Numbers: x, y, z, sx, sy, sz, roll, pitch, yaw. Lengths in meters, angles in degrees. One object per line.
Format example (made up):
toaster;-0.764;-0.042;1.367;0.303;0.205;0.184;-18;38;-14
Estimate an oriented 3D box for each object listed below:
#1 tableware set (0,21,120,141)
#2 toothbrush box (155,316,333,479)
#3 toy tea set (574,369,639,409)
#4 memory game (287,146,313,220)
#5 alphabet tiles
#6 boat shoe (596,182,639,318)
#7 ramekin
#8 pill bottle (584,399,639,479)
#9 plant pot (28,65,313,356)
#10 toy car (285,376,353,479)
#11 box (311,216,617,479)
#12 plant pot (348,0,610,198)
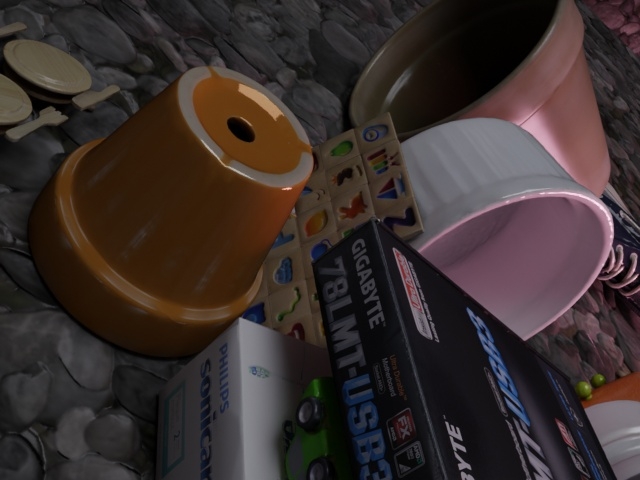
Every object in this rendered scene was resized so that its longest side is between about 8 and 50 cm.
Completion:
tableware set;-0.280;-0.135;0.833;0.128;0.039;0.194;34;27;2
toothbrush box;0.026;0.217;0.716;0.296;0.126;0.216;24;40;-31
toy tea set;0.404;0.306;1.097;0.336;0.124;0.200;59;5;24
memory game;-0.014;-0.052;1.064;0.186;0.012;0.186;30;36;-25
alphabet tiles;0.000;0.000;0.868;0.009;0.198;0.237;50;22;-47
boat shoe;0.459;0.039;1.420;0.158;0.127;0.340;-16;59;-47
ramekin;0.148;0.004;0.960;0.277;0.277;0.135;14;37;-40
pill bottle;0.331;0.319;0.816;0.204;0.204;0.361;30;18;-24
plant pot;-0.109;-0.037;0.772;0.205;0.188;0.205;28;37;-24
toy car;0.018;0.194;0.575;0.239;0.053;0.225;20;43;-34
box;0.129;0.165;0.642;0.293;0.073;0.295;39;25;-35
plant pot;0.244;-0.160;1.247;0.280;0.323;0.323;47;29;-31
